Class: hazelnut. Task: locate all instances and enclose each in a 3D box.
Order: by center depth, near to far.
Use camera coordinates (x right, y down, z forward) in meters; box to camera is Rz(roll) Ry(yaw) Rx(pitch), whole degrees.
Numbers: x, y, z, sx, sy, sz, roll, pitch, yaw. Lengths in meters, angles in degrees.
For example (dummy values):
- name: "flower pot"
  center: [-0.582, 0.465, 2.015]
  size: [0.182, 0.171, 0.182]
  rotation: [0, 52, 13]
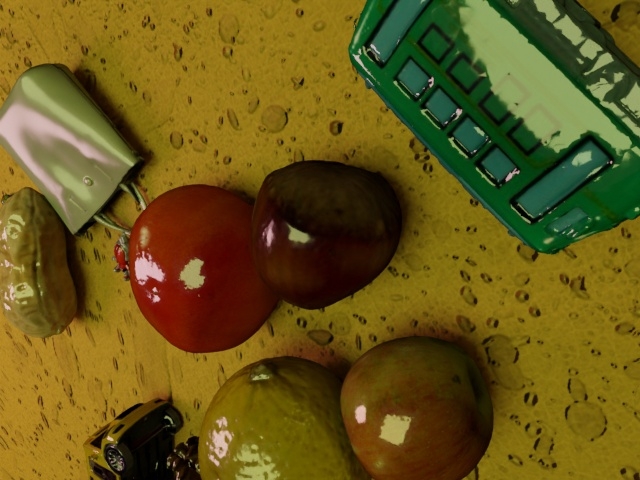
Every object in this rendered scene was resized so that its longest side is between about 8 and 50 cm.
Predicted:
- name: "hazelnut"
  center: [0.000, 0.000, 0.690]
  size: [0.208, 0.208, 0.208]
  rotation: [9, 108, 27]

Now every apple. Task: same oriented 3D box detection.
- name: "apple"
  center: [0.124, 0.215, 0.683]
  size: [0.196, 0.196, 0.195]
  rotation: [9, 108, 27]

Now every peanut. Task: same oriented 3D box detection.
- name: "peanut"
  center: [-0.550, 0.047, 1.038]
  size: [0.147, 0.147, 0.305]
  rotation: [8, 106, 27]

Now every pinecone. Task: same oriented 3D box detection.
- name: "pinecone"
  center: [-0.185, 0.423, 0.920]
  size: [0.195, 0.179, 0.150]
  rotation: [42, 101, 33]

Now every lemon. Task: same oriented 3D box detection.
- name: "lemon"
  center: [-0.048, 0.302, 0.770]
  size: [0.267, 0.267, 0.267]
  rotation: [9, 108, 27]

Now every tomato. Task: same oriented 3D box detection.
- name: "tomato"
  center: [-0.181, 0.045, 0.807]
  size: [0.260, 0.180, 0.259]
  rotation: [9, 108, 29]

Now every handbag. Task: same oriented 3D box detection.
- name: "handbag"
  center: [-0.423, -0.129, 0.936]
  size: [0.241, 0.109, 0.315]
  rotation: [-37, 89, 33]

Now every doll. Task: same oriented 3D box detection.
- name: "doll"
  center: [-0.356, 0.026, 0.980]
  size: [0.057, 0.039, 0.114]
  rotation: [63, 144, 38]

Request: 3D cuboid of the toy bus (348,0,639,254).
- name: "toy bus"
  center: [0.195, -0.149, 0.537]
  size: [0.343, 0.183, 0.199]
  rotation: [49, 124, 9]

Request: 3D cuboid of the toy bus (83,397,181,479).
- name: "toy bus"
  center: [-0.372, 0.465, 1.054]
  size: [0.151, 0.145, 0.331]
  rotation: [12, 111, 27]

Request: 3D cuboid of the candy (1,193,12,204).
- name: "candy"
  center: [-0.658, -0.059, 1.136]
  size: [0.025, 0.023, 0.083]
  rotation: [15, 121, 16]
